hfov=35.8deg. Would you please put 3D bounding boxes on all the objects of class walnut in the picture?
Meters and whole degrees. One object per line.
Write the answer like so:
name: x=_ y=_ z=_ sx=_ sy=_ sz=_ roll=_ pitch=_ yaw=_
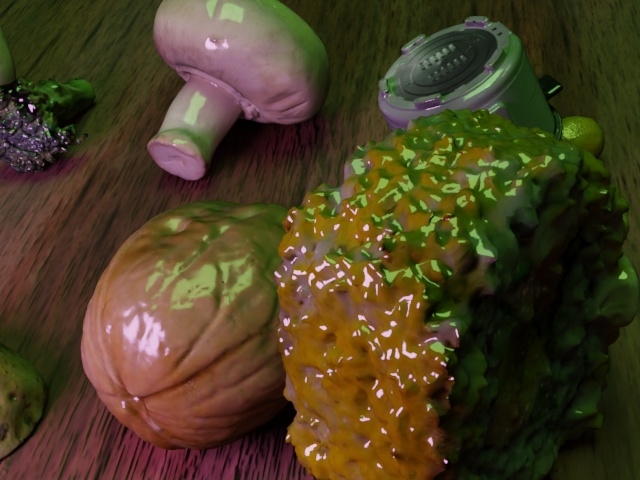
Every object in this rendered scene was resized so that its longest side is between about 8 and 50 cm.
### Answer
walnut: x=-0.115 y=0.089 z=1.132 sx=0.252 sy=0.277 sz=0.313 roll=40 pitch=45 yaw=7

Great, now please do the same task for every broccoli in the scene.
broccoli: x=-0.483 y=-0.227 z=1.748 sx=0.145 sy=0.165 sz=0.304 roll=-29 pitch=14 yaw=24

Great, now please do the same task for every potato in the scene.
potato: x=-0.464 y=0.159 z=1.222 sx=0.271 sy=0.111 sz=0.160 roll=16 pitch=44 yaw=29

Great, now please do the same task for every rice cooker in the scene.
rice cooker: x=0.224 y=-0.182 z=1.475 sx=0.280 sy=0.227 sz=0.241 roll=-33 pitch=35 yaw=0

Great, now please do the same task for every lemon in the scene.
lemon: x=0.383 y=-0.148 z=1.521 sx=0.110 sy=0.082 sz=0.082 roll=-16 pitch=37 yaw=-15

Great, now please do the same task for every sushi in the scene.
sushi: x=0.146 y=0.071 z=1.005 sx=0.351 sy=0.396 sz=0.240 roll=-27 pitch=35 yaw=-37

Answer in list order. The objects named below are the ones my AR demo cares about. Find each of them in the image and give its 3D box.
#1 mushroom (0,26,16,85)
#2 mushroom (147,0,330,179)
mushroom: x=-0.738 y=-0.305 z=1.816 sx=0.336 sy=0.314 sz=0.314 roll=-29 pitch=30 yaw=22
mushroom: x=-0.142 y=-0.297 z=1.634 sx=0.315 sy=0.315 sz=0.356 roll=7 pitch=28 yaw=18
